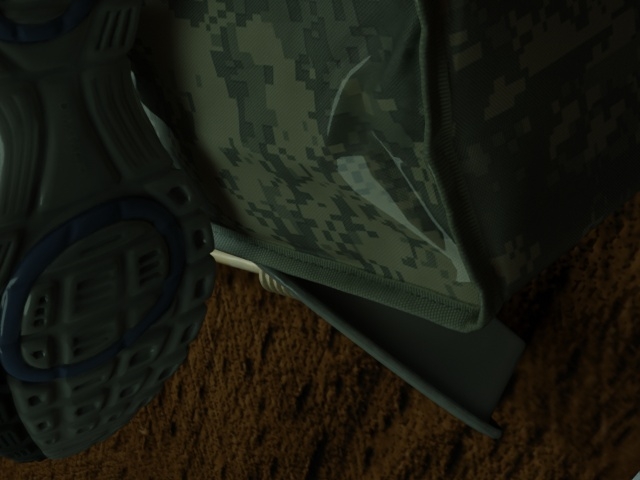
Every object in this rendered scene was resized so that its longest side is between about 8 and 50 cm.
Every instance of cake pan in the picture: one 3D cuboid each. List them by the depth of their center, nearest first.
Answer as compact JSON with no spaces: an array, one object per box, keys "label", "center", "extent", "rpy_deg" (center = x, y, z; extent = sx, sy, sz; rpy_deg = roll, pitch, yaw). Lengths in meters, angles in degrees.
[{"label":"cake pan","center":[0.000,0.000,0.792],"extent":[0.293,0.054,0.293],"rpy_deg":[38,-179,-1]}]

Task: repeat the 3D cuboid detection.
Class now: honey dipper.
[{"label":"honey dipper","center":[-0.061,0.014,1.036],"extent":[0.160,0.030,0.030],"rpy_deg":[16,134,49]}]

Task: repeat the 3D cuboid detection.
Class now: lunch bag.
[{"label":"lunch bag","center":[0.020,-0.104,0.614],"extent":[0.287,0.235,0.169],"rpy_deg":[16,131,43]}]

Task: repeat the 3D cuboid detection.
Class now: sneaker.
[{"label":"sneaker","center":[-0.119,-0.048,0.553],"extent":[0.129,0.111,0.297],"rpy_deg":[37,135,49]}]

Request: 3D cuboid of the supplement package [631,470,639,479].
[{"label":"supplement package","center":[0.265,0.139,0.595],"extent":[0.203,0.194,0.149],"rpy_deg":[4,126,49]}]
